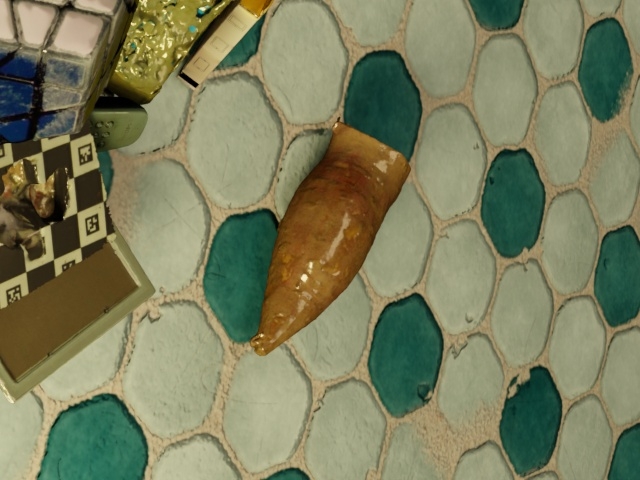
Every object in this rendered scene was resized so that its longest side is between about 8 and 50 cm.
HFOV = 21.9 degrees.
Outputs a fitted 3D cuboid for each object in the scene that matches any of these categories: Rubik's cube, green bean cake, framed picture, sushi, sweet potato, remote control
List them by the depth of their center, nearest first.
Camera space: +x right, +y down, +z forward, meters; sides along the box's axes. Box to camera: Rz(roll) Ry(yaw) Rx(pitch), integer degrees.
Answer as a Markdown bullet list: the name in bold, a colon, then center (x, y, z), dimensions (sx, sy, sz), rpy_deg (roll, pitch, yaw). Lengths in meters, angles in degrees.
- **Rubik's cube**: center (-0.318, -0.242, 1.589), dimensions (0.319, 0.319, 0.264), rpy_deg (25, 45, -47)
- **sushi**: center (-0.313, -0.039, 1.704), dimensions (0.210, 0.040, 0.193), rpy_deg (-38, 130, -41)
- **framed picture**: center (-0.328, -0.008, 1.751), dimensions (0.232, 0.019, 0.296), rpy_deg (-39, 103, -40)
- **remote control**: center (-0.285, -0.121, 1.757), dimensions (0.222, 0.042, 0.072), rpy_deg (-7, 140, -38)
- **green bean cake**: center (-0.165, -0.317, 1.767), dimensions (0.202, 0.310, 0.285), rpy_deg (35, 62, -15)
- **sweet potato**: center (0.002, 0.002, 2.114), dimensions (0.131, 0.131, 0.337), rpy_deg (52, 55, -38)

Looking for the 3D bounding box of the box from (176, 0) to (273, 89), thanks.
- **box**: center (-0.088, -0.271, 1.907), dimensions (0.033, 0.247, 0.129), rpy_deg (35, 63, -10)
